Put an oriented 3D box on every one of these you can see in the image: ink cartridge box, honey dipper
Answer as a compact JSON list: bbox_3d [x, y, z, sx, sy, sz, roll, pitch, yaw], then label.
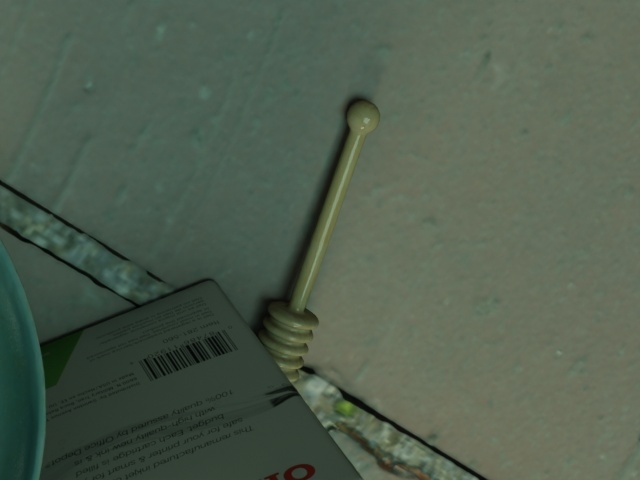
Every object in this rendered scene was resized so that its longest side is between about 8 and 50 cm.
[{"bbox_3d":[-0.080,0.127,0.948,0.160,0.219,0.093,-21,121,-12],"label":"ink cartridge box"},{"bbox_3d":[0.000,0.000,1.034,0.030,0.030,0.161,11,108,-28],"label":"honey dipper"}]

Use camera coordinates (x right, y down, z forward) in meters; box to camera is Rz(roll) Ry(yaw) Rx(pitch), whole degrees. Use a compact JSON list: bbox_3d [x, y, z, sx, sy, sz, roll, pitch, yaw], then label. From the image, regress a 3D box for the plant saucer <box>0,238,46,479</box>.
[{"bbox_3d":[-0.284,0.079,0.863,0.317,0.044,0.318,1,84,-8],"label":"plant saucer"}]
